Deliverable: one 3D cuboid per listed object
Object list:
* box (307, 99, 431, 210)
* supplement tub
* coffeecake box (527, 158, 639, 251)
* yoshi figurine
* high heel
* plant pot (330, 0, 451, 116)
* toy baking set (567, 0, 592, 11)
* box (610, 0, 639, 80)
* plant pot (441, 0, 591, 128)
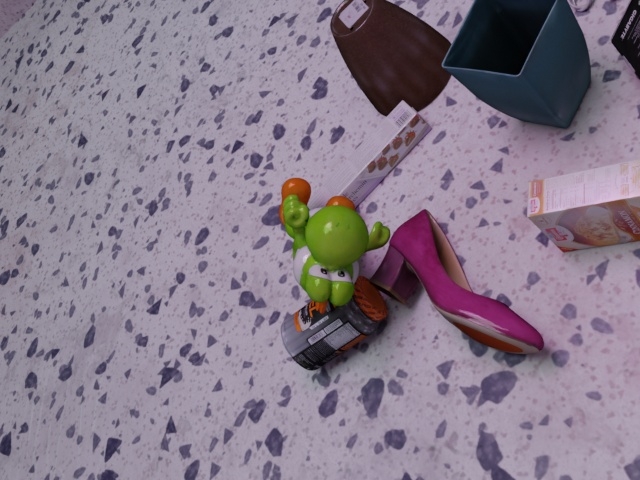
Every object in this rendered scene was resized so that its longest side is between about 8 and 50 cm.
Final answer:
[{"bbox_3d":[0.093,-0.150,1.680,0.324,0.063,0.067,-47,43,10],"label":"box"},{"bbox_3d":[0.027,0.155,1.523,0.190,0.117,0.117,-36,47,20],"label":"supplement tub"},{"bbox_3d":[0.441,-0.051,1.256,0.185,0.142,0.068,-11,59,38],"label":"coffeecake box"},{"bbox_3d":[0.018,-0.021,1.478,0.203,0.203,0.362,-23,26,4],"label":"yoshi figurine"},{"bbox_3d":[0.253,0.059,1.381,0.377,0.127,0.181,26,79,42],"label":"high heel"},{"bbox_3d":[0.131,-0.409,1.676,0.215,0.230,0.215,-21,53,31],"label":"plant pot"},{"bbox_3d":[0.477,-0.546,1.550,0.256,0.030,0.197,17,101,39],"label":"toy baking set"},{"bbox_3d":[0.591,-0.361,1.215,0.322,0.079,0.257,102,156,-47],"label":"box"},{"bbox_3d":[0.367,-0.306,1.404,0.165,0.234,0.165,21,82,46],"label":"plant pot"}]
